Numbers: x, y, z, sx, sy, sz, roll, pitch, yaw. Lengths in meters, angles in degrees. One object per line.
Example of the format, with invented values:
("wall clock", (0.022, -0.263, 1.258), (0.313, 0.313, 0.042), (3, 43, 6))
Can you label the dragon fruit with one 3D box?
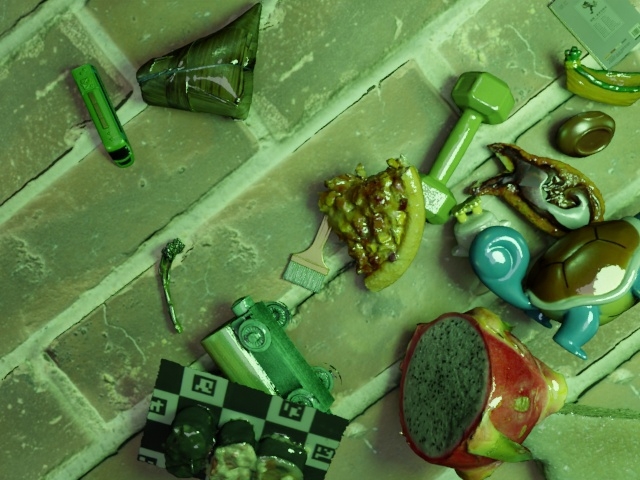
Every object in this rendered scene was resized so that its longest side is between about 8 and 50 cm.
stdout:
("dragon fruit", (0.303, 0.281, 1.145), (0.226, 0.305, 0.305), (20, 92, -23))

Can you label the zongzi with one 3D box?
("zongzi", (-0.231, -0.364, 1.201), (0.221, 0.112, 0.242), (7, 84, 0))

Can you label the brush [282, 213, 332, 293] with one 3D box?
("brush", (0.000, 0.000, 1.262), (0.083, 0.011, 0.205), (24, 91, -2))

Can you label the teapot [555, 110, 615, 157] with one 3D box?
("teapot", (0.524, -0.216, 1.231), (0.129, 0.078, 0.098), (-11, 133, -9))

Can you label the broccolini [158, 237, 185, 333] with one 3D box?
("broccolini", (-0.300, 0.091, 1.256), (0.052, 0.054, 0.194), (3, 100, 29))

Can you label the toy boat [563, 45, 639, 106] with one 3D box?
("toy boat", (0.572, -0.317, 1.208), (0.230, 0.089, 0.088), (10, 129, -7))

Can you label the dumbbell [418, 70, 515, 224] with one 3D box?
("dumbbell", (0.260, -0.179, 1.208), (0.108, 0.121, 0.301), (28, 91, -31))

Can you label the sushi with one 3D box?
("sushi", (-0.167, 0.414, 1.169), (0.373, 0.100, 0.296), (19, 120, -1))

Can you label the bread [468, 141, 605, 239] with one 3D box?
("bread", (0.436, -0.095, 1.229), (0.269, 0.095, 0.139), (28, 90, 13))

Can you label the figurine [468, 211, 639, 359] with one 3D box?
("figurine", (0.486, 0.069, 1.130), (0.417, 0.298, 0.242), (-8, 92, 4))

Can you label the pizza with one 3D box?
("pizza", (0.084, -0.039, 1.185), (0.229, 0.081, 0.289), (28, 128, 21))

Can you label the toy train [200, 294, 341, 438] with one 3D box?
("toy train", (-0.097, 0.255, 1.232), (0.190, 0.126, 0.307), (-33, 93, 31))

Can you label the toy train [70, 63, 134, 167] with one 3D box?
("toy train", (-0.429, -0.244, 1.233), (0.044, 0.042, 0.209), (-24, 92, 1))

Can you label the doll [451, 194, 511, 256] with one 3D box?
("doll", (0.322, 0.010, 1.217), (0.129, 0.081, 0.207), (-31, 106, 2))

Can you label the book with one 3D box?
("book", (0.562, -0.447, 1.247), (0.127, 0.014, 0.181), (-43, 92, 1))

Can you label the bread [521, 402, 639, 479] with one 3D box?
("bread", (0.542, 0.417, 1.240), (0.338, 0.102, 0.183), (8, 96, -3))
